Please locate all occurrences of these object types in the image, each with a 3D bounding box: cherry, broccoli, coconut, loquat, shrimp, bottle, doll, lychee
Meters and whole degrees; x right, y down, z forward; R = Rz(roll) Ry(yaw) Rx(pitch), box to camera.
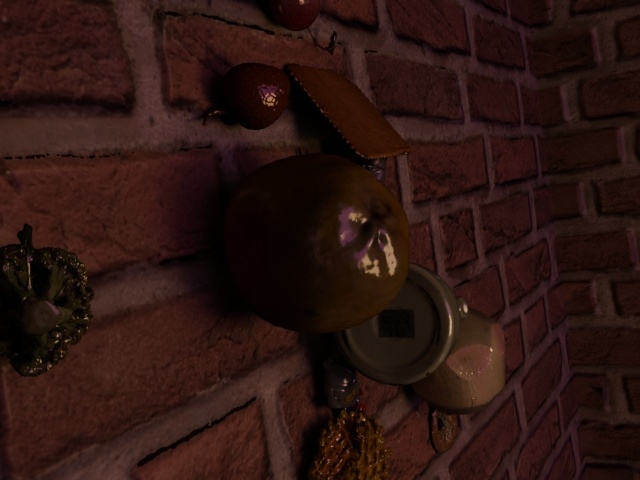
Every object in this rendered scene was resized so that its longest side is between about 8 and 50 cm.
[{"bbox_3d":[-0.030,-0.412,1.245,0.225,0.090,0.107,19,53,-66],"label":"cherry"},{"bbox_3d":[-0.289,0.065,0.700,0.131,0.120,0.130,-44,117,-16],"label":"broccoli"},{"bbox_3d":[0.296,0.245,1.530,0.227,0.227,0.230,-39,127,-54],"label":"coconut"},{"bbox_3d":[0.000,0.000,1.030,0.276,0.284,0.276,7,79,-38],"label":"loquat"},{"bbox_3d":[0.279,0.423,1.651,0.099,0.041,0.180,-38,119,-38],"label":"shrimp"},{"bbox_3d":[0.155,0.142,1.311,0.352,0.229,0.229,7,78,-74],"label":"bottle"},{"bbox_3d":[0.042,0.268,1.260,0.104,0.062,0.194,-50,139,-27],"label":"doll"},{"bbox_3d":[-0.113,-0.219,1.066,0.114,0.140,0.101,144,-63,-82],"label":"lychee"}]

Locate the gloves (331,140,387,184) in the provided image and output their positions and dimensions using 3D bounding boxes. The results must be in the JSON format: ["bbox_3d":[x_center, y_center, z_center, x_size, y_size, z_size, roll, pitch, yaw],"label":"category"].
[{"bbox_3d":[0.082,-0.134,1.348,0.142,0.119,0.285,57,25,-20],"label":"gloves"}]

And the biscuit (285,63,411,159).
[{"bbox_3d":[0.059,-0.241,1.310,0.232,0.013,0.237,51,28,13],"label":"biscuit"}]

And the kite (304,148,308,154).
[{"bbox_3d":[0.015,-0.051,1.278,0.198,0.006,0.244,-42,116,-70],"label":"kite"}]

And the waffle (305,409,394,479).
[{"bbox_3d":[0.050,0.396,1.212,0.197,0.070,0.193,31,72,-48],"label":"waffle"}]
